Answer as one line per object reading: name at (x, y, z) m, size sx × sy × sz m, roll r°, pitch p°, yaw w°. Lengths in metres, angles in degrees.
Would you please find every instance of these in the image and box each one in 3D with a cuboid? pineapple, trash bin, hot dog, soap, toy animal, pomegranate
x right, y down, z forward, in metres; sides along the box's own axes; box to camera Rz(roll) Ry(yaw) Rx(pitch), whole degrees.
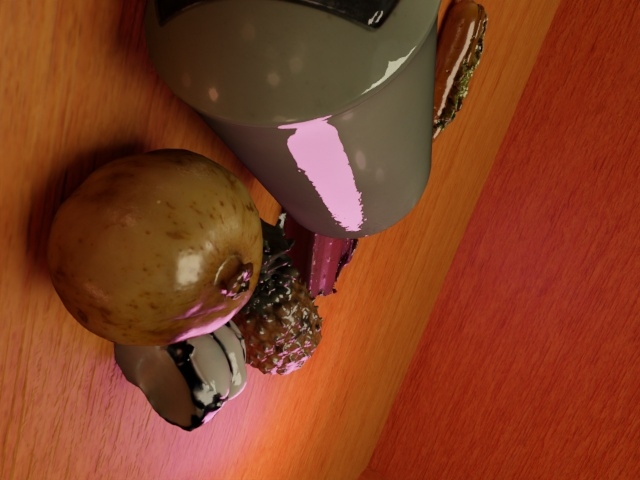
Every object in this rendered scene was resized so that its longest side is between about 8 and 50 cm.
pineapple at (-0.092, 0.080, 0.901) m, size 0.169 × 0.169 × 0.341 m, roll -52°, pitch 149°, yaw -27°
trash bin at (0.000, -0.182, 0.647) m, size 0.281 × 0.280 × 0.432 m, roll -60°, pitch 160°, yaw -10°
hot dog at (0.308, -0.384, 1.325) m, size 0.135 × 0.100 × 0.338 m, roll -16°, pitch 128°, yaw -62°
soap at (0.000, 0.000, 1.062) m, size 0.162 × 0.099 × 0.250 m, roll -40°, pitch 147°, yaw -45°
toy animal at (-0.178, 0.161, 0.793) m, size 0.166 × 0.138 × 0.179 m, roll 68°, pitch 23°, yaw -3°
pomegranate at (-0.158, 0.014, 0.589) m, size 0.215 × 0.215 × 0.216 m, roll -48°, pitch 153°, yaw -35°
